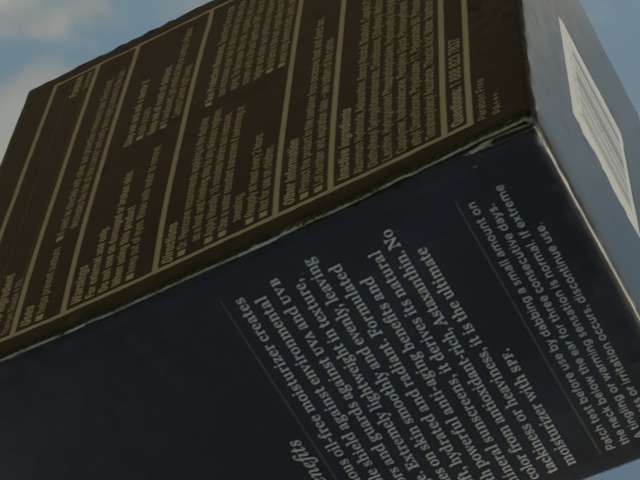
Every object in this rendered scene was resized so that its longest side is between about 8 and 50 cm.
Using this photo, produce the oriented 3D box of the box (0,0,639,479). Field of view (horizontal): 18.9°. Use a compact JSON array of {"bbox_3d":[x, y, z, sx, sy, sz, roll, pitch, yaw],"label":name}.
[{"bbox_3d":[0.000,0.000,0.919,0.294,0.182,0.296,-23,-153,17],"label":"box"}]
